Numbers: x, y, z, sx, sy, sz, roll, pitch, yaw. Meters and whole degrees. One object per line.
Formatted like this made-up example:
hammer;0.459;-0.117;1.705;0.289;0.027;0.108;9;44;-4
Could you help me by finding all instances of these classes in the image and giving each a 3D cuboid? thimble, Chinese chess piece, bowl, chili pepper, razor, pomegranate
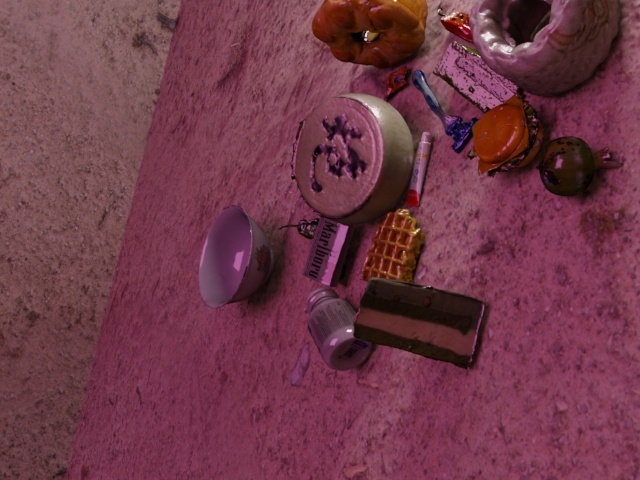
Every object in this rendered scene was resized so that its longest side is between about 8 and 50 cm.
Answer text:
thimble;0.466;-0.461;1.452;0.291;0.195;0.292;-21;62;45
Chinese chess piece;0.081;-0.217;1.874;0.349;0.146;0.350;1;92;43
bowl;-0.256;0.068;2.308;0.345;0.157;0.346;-27;56;47
chili pepper;0.000;0.000;2.037;0.122;0.065;0.279;-50;50;4
razor;0.292;-0.353;1.783;0.093;0.056;0.324;-56;38;28
pomegranate;0.500;-0.148;1.367;0.161;0.122;0.122;-9;65;13
chili pepper;0.363;-0.533;1.762;0.268;0.059;0.051;-127;22;-47

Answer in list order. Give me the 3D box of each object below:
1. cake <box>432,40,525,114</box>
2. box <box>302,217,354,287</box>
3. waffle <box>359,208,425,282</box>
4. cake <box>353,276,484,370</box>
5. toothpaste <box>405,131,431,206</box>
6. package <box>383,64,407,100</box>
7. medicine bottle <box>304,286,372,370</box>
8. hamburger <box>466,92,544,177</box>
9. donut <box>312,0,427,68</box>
cake;0.366;-0.375;1.647;0.100;0.099;0.235;-59;38;25
box;0.021;0.029;1.950;0.115;0.035;0.178;20;94;40
waffle;0.189;0.021;1.780;0.160;0.055;0.211;19;92;57
cake;0.185;0.168;1.545;0.172;0.283;0.158;-174;99;-72
toothpaste;0.253;-0.182;1.793;0.048;0.031;0.191;13;90;53
package;0.206;-0.441;1.958;0.110;0.033;0.077;-21;70;55
medicine bottle;0.038;0.224;1.844;0.135;0.135;0.215;-58;37;23
hamburger;0.407;-0.221;1.529;0.189;0.093;0.164;-16;62;50
donut;0.138;-0.591;1.907;0.317;0.299;0.150;9;71;24
